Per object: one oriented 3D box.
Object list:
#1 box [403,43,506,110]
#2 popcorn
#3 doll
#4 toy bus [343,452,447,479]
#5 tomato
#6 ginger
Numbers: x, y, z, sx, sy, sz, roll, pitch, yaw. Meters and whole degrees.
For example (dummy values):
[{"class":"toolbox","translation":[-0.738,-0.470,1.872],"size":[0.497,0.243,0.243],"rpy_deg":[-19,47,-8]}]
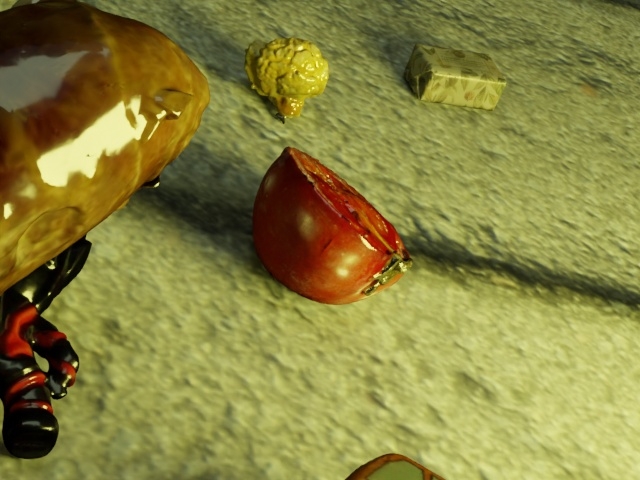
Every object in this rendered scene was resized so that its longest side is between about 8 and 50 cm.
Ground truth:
[{"class":"box","translation":[0.143,-0.174,1.447],"size":[0.098,0.045,0.062],"rpy_deg":[3,40,-25]},{"class":"popcorn","translation":[-0.034,-0.152,1.304],"size":[0.084,0.084,0.084],"rpy_deg":[15,36,-12]},{"class":"doll","translation":[-0.229,0.038,0.939],"size":[0.127,0.088,0.248],"rpy_deg":[24,39,-37]},{"class":"toy bus","translation":[0.180,0.273,0.855],"size":[0.409,0.093,0.092],"rpy_deg":[30,28,7]},{"class":"tomato","translation":[0.000,0.000,1.108],"size":[0.139,0.091,0.159],"rpy_deg":[48,14,16]},{"class":"ginger","translation":[-0.274,-0.047,0.822],"size":[0.418,0.176,0.254],"rpy_deg":[-33,86,-17]}]
